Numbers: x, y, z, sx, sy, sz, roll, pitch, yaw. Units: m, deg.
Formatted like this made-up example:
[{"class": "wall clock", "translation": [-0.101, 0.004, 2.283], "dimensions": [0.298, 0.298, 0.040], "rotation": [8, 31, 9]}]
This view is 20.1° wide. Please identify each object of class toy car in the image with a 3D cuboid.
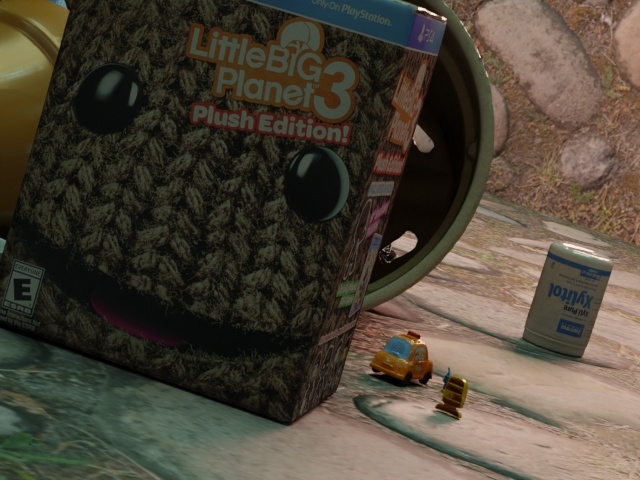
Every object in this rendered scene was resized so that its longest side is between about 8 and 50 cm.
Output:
[{"class": "toy car", "translation": [0.092, 0.104, 1.438], "dimensions": [0.060, 0.041, 0.122], "rotation": [11, 9, -40]}]

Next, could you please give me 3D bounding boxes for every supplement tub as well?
[{"class": "supplement tub", "translation": [0.259, 0.061, 1.891], "dimensions": [0.071, 0.107, 0.071], "rotation": [16, 7, -2]}]

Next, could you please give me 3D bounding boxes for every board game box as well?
[{"class": "board game box", "translation": [-0.070, -0.053, 1.264], "dimensions": [0.232, 0.291, 0.141], "rotation": [17, 7, 10]}]

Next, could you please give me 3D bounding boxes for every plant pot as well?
[{"class": "plant pot", "translation": [0.007, -0.074, 1.701], "dimensions": [0.333, 0.334, 0.305], "rotation": [18, -5, 11]}, {"class": "plant pot", "translation": [-0.296, -0.091, 1.518], "dimensions": [0.205, 0.205, 0.188], "rotation": [20, 23, 27]}]

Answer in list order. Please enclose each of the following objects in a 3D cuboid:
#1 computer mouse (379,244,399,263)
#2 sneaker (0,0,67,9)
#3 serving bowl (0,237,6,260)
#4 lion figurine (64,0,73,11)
[{"class": "computer mouse", "translation": [0.000, 0.000, 2.048], "dimensions": [0.193, 0.042, 0.106], "rotation": [21, 11, -11]}, {"class": "sneaker", "translation": [-0.289, -0.177, 1.768], "dimensions": [0.129, 0.147, 0.330], "rotation": [32, 43, 10]}, {"class": "serving bowl", "translation": [-0.276, 0.009, 1.378], "dimensions": [0.083, 0.027, 0.083], "rotation": [16, 6, -2]}, {"class": "lion figurine", "translation": [-0.152, -0.124, 1.826], "dimensions": [0.142, 0.392, 0.240], "rotation": [22, 46, 25]}]
